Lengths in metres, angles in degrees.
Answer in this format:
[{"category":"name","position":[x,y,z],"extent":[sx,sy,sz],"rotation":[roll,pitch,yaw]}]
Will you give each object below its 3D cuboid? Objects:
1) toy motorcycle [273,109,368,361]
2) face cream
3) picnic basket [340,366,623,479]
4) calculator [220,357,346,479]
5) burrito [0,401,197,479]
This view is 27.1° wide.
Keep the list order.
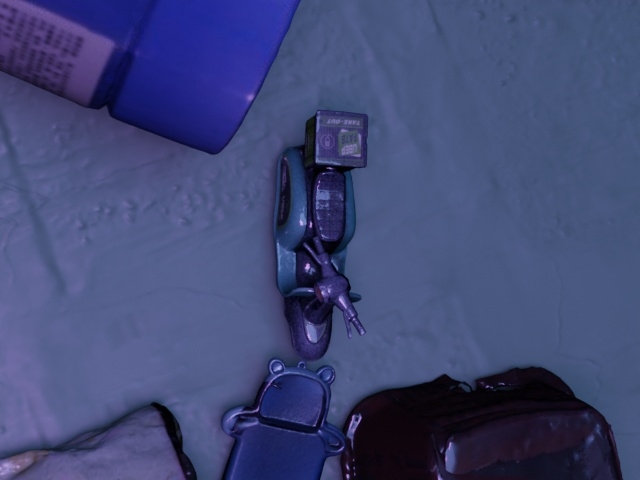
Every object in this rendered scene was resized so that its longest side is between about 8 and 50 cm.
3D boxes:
[{"category":"toy motorcycle","position":[0.000,0.000,0.958],"extent":[0.058,0.100,0.173],"rotation":[4,82,-16]},{"category":"face cream","position":[-0.125,-0.207,0.864],"extent":[0.225,0.249,0.249],"rotation":[20,79,-12]},{"category":"picnic basket","position":[0.142,0.243,0.960],"extent":[0.222,0.129,0.297],"rotation":[-8,88,-18]},{"category":"calculator","position":[-0.031,0.153,0.961],"extent":[0.094,0.019,0.141],"rotation":[14,97,-15]},{"category":"burrito","position":[-0.186,0.202,0.883],"extent":[0.229,0.144,0.089],"rotation":[-18,133,-11]}]
